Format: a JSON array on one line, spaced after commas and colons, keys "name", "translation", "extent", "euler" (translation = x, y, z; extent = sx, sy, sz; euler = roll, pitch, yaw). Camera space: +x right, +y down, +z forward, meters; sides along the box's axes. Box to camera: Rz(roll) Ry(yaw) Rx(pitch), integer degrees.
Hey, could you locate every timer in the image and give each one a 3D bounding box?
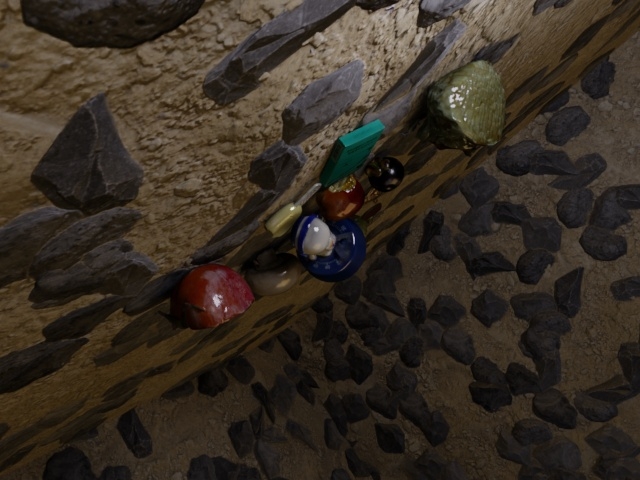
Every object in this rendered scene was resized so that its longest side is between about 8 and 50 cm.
[{"name": "timer", "translation": [0.000, 0.000, 1.861], "extent": [0.270, 0.270, 0.383], "euler": [-38, 161, 7]}]

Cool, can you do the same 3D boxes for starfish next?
[{"name": "starfish", "translation": [0.240, -0.210, 2.217], "extent": [0.209, 0.053, 0.150], "euler": [-29, 154, -12]}]

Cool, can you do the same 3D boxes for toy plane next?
[{"name": "toy plane", "translation": [0.319, -0.390, 1.780], "extent": [0.084, 0.024, 0.078], "euler": [-38, -174, 8]}]

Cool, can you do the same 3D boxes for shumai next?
[{"name": "shumai", "translation": [0.410, -0.407, 1.650], "extent": [0.330, 0.292, 0.288], "euler": [-17, -167, -41]}]

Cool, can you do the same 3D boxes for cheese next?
[{"name": "cheese", "translation": [-0.090, -0.102, 1.669], "extent": [0.255, 0.050, 0.127], "euler": [-44, 166, 27]}]

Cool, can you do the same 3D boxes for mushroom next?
[{"name": "mushroom", "translation": [-0.183, 0.115, 1.970], "extent": [0.226, 0.178, 0.226], "euler": [-12, -170, 2]}]

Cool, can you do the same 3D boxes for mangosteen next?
[{"name": "mangosteen", "translation": [0.230, -0.250, 1.863], "extent": [0.137, 0.137, 0.151], "euler": [-41, 133, 19]}]

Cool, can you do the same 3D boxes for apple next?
[{"name": "apple", "translation": [0.068, -0.139, 1.735], "extent": [0.158, 0.147, 0.156], "euler": [-43, -158, -9]}]

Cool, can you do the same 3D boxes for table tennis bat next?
[{"name": "table tennis bat", "translation": [0.258, -0.127, 2.595], "extent": [0.131, 0.022, 0.234], "euler": [-36, 166, -6]}]

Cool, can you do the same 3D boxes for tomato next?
[{"name": "tomato", "translation": [-0.357, 0.159, 1.635], "extent": [0.309, 0.170, 0.309], "euler": [-13, -164, 4]}]

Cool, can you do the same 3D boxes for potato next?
[{"name": "potato", "translation": [0.076, -0.008, 2.273], "extent": [0.298, 0.141, 0.176], "euler": [-32, 156, 13]}]

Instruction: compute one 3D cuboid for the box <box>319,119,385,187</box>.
[{"name": "box", "translation": [0.093, -0.265, 1.582], "extent": [0.161, 0.042, 0.226], "euler": [-29, 166, -26]}]
